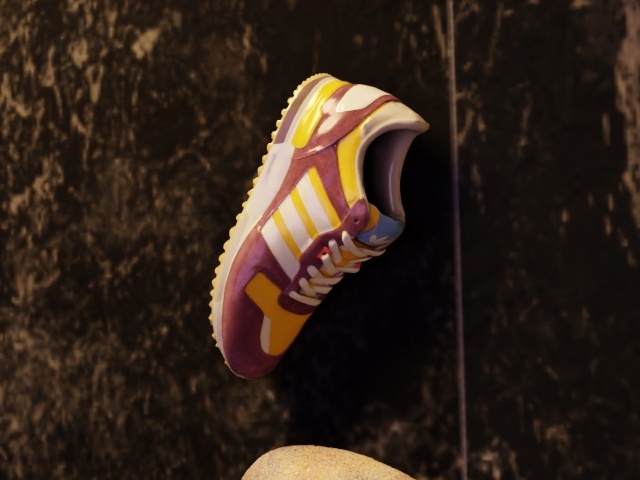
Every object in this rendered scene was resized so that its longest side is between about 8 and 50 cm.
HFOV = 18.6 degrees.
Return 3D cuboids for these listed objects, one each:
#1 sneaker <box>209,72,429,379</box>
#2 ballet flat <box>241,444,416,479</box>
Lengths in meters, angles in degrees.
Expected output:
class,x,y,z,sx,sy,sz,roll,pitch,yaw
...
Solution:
class,x,y,z,sx,sy,sz,roll,pitch,yaw
sneaker,0.000,0.000,1.127,0.084,0.069,0.185,22,98,31
ballet flat,0.063,0.209,1.064,0.316,0.106,0.107,30,100,25
